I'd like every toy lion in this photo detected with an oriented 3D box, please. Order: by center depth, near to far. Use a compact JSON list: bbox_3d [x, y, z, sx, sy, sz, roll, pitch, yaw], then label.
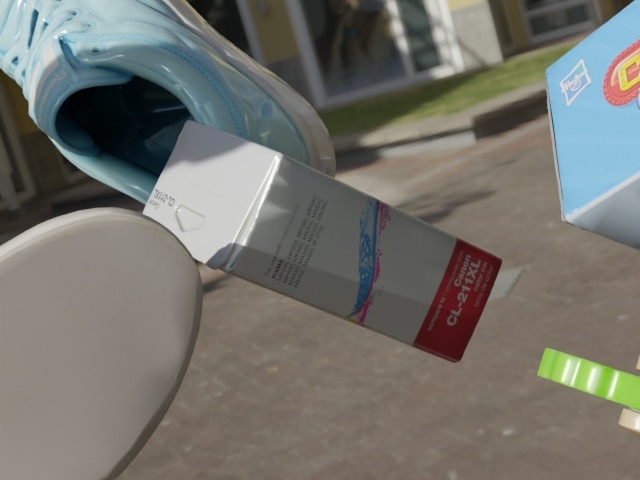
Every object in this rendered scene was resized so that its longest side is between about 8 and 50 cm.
[{"bbox_3d":[0.150,0.070,0.495,0.100,0.034,0.096,19,-3,-13],"label":"toy lion"}]

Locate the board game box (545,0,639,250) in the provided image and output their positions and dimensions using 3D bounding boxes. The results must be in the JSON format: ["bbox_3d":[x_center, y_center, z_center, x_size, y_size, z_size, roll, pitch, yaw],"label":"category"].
[{"bbox_3d":[0.311,-0.066,0.469,0.302,0.086,0.308,19,-36,-29],"label":"board game box"}]

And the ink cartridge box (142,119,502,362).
[{"bbox_3d":[0.000,0.000,0.676,0.175,0.072,0.127,24,1,-34],"label":"ink cartridge box"}]

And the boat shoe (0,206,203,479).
[{"bbox_3d":[-0.202,0.115,0.581,0.340,0.127,0.158,-49,19,-6],"label":"boat shoe"}]

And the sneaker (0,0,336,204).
[{"bbox_3d":[-0.162,-0.128,0.801,0.366,0.135,0.150,31,20,20],"label":"sneaker"}]
